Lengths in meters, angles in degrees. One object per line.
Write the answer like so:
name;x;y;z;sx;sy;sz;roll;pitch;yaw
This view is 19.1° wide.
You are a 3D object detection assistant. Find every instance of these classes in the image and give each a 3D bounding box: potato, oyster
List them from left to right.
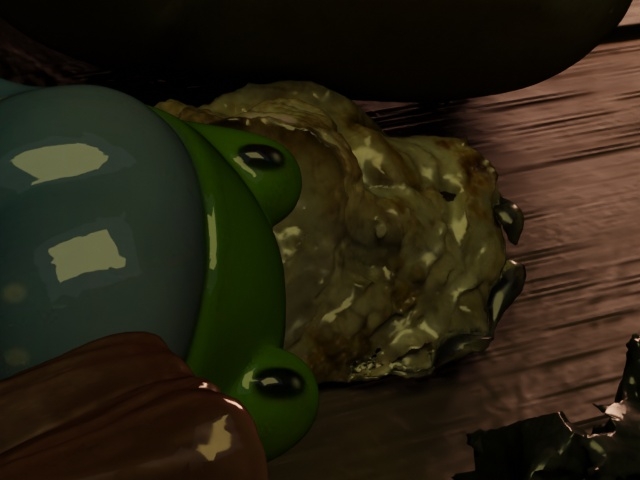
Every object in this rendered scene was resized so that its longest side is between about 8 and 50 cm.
potato;-0.002;-0.179;0.805;0.326;0.243;0.221;0;21;-17
oyster;0.000;0.000;0.736;0.163;0.081;0.191;27;54;0

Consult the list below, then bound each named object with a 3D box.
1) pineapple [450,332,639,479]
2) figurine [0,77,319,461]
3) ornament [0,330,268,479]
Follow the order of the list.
pineapple;0.161;0.070;0.687;0.237;0.111;0.119;-18;18;-22
figurine;-0.134;0.026;0.616;0.263;0.143;0.162;-7;56;3
ornament;-0.126;0.145;0.450;0.217;0.221;0.235;-7;4;-18
